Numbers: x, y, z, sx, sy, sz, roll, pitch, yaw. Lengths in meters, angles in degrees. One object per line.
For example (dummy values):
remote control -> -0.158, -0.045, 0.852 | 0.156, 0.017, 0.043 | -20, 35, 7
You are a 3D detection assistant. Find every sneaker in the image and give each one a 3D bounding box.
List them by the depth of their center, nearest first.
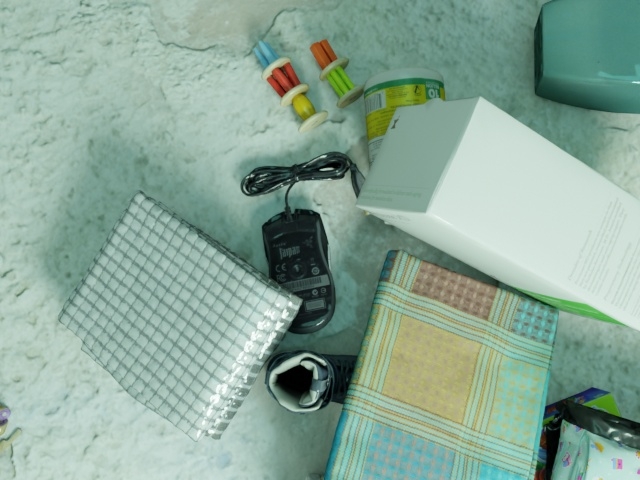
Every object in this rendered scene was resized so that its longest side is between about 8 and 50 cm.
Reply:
sneaker -> 0.034, 0.195, 1.034 | 0.226, 0.163, 0.086 | 3, 83, 0

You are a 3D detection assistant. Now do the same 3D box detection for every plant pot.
plant pot -> 0.428, -0.273, 1.072 | 0.234, 0.166, 0.166 | 0, 85, 9

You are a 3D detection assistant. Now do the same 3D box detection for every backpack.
backpack -> 0.355, 0.311, 0.962 | 0.151, 0.115, 0.182 | 18, 85, 2

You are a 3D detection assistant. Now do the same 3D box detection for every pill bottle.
pill bottle -> 0.127, -0.130, 1.083 | 0.117, 0.117, 0.209 | -4, 84, 0

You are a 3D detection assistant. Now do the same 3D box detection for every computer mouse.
computer mouse -> 0.000, 0.000, 1.105 | 0.184, 0.060, 0.262 | -17, 73, 3

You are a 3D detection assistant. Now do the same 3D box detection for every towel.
towel -> 0.167, 0.217, 0.990 | 0.271, 0.040, 0.370 | 20, 67, -7
towel -> -0.194, 0.102, 1.045 | 0.283, 0.121, 0.235 | 33, 94, 21

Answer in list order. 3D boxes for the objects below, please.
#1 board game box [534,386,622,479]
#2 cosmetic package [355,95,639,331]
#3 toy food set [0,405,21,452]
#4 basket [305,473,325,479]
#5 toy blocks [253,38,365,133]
board game box -> 0.353, 0.412, 1.050 | 0.233, 0.078, 0.347 | -22, 85, -1
cosmetic package -> 0.256, -0.031, 0.970 | 0.365, 0.197, 0.155 | 25, 86, -21
toy food set -> -0.501, 0.257, 1.105 | 0.122, 0.019, 0.078 | 45, 87, 4
basket -> 0.031, 0.388, 1.015 | 0.103, 0.167, 0.113 | 5, 85, -3
toy blocks -> -0.021, -0.253, 1.128 | 0.123, 0.054, 0.148 | -34, 85, -2
